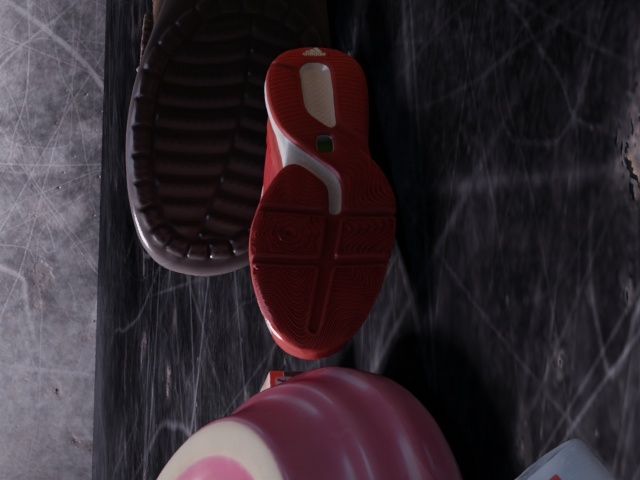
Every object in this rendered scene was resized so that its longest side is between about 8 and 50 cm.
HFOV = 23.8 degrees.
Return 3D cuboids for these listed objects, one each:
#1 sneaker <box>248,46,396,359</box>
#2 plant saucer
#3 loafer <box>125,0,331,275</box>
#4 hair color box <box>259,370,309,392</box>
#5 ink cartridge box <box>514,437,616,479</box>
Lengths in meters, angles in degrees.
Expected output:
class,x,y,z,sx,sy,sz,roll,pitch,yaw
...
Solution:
class,x,y,z,sx,sy,sz,roll,pitch,yaw
sneaker,0.000,0.000,0.932,0.128,0.087,0.221,93,-178,-53
plant saucer,-0.037,0.226,0.817,0.332,0.084,0.332,-41,42,50
loafer,-0.057,-0.155,1.075,0.130,0.134,0.366,172,108,-81
hair color box,-0.023,0.162,1.045,0.167,0.053,0.093,116,153,-59
ink cartridge box,0.109,0.134,0.322,0.145,0.045,0.179,52,177,-21
